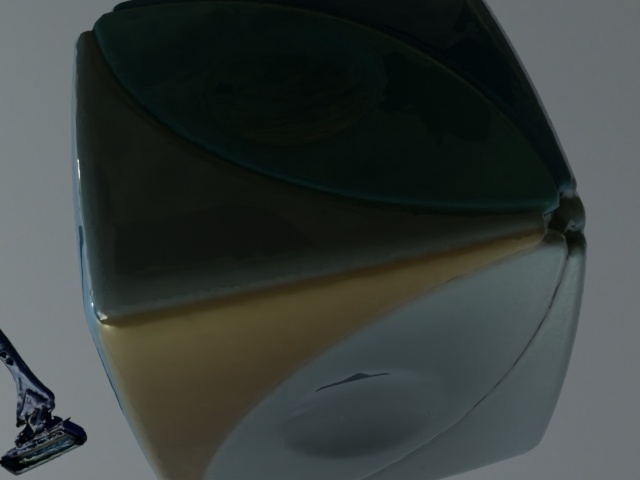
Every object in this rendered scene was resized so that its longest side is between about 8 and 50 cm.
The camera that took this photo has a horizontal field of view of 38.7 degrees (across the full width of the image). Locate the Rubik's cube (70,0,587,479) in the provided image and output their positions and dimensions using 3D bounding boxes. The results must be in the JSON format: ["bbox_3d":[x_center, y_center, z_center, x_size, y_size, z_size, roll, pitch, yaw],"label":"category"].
[{"bbox_3d":[0.000,0.000,0.776,0.347,0.352,0.352,-11,-132,-2],"label":"Rubik's cube"}]

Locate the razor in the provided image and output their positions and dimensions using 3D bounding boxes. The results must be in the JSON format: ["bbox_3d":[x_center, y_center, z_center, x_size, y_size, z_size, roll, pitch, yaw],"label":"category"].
[{"bbox_3d":[-0.327,0.062,0.799,0.093,0.324,0.056,-29,-166,26],"label":"razor"}]
